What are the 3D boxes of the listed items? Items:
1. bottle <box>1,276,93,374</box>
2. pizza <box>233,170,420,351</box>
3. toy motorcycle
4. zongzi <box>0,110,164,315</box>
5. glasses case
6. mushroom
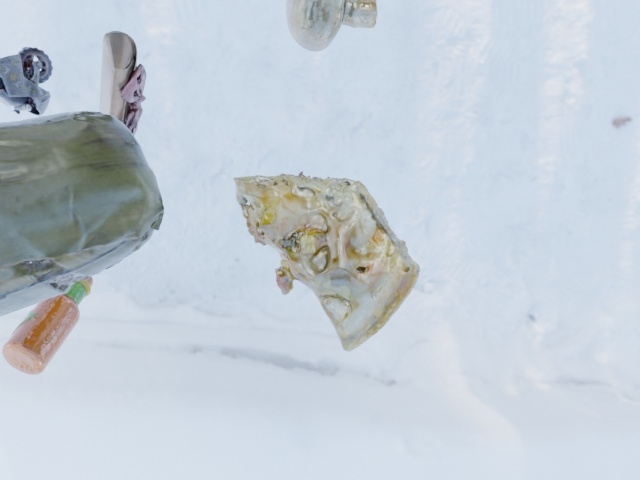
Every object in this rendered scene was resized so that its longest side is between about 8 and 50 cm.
[{"bbox_3d":[-0.406,0.116,1.009,0.069,0.187,0.069,7,127,10],"label":"bottle"},{"bbox_3d":[0.000,0.000,0.914,0.189,0.071,0.297,-41,84,19],"label":"pizza"},{"bbox_3d":[-0.571,-0.266,1.159,0.215,0.080,0.122,-27,110,-38],"label":"toy motorcycle"},{"bbox_3d":[-0.321,-0.033,0.496,0.356,0.393,0.174,-18,78,-5],"label":"zongzi"},{"bbox_3d":[-0.321,-0.239,1.095,0.070,0.102,0.193,-8,151,-25],"label":"glasses case"},{"bbox_3d":[0.016,-0.550,1.515,0.209,0.206,0.206,-25,117,-11],"label":"mushroom"}]
